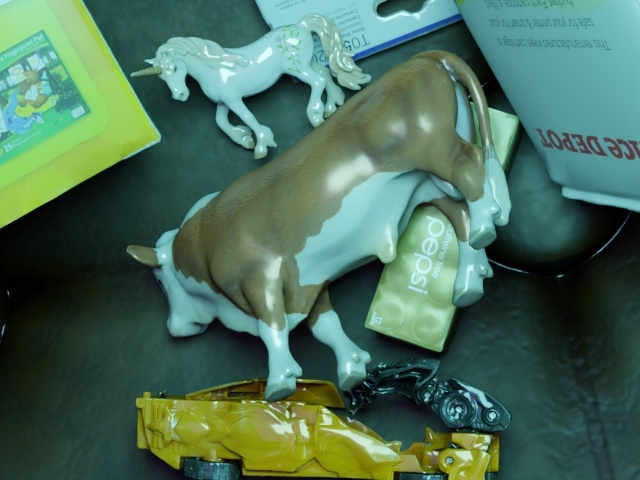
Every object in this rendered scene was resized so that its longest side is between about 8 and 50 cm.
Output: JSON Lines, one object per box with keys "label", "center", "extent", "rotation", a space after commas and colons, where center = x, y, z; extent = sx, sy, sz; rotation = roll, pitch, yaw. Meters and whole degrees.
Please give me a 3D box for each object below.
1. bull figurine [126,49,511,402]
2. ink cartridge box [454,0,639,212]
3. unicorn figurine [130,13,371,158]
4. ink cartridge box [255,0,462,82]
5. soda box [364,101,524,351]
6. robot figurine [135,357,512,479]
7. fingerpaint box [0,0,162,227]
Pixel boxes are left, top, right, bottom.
{"label": "bull figurine", "center": [0.000, 0.000, 1.230], "extent": [0.310, 0.101, 0.188], "rotation": [-41, 59, 21]}
{"label": "ink cartridge box", "center": [0.176, -0.219, 1.098], "extent": [0.160, 0.279, 0.385], "rotation": [-34, 106, -11]}
{"label": "unicorn figurine", "center": [-0.053, -0.118, 1.292], "extent": [0.162, 0.060, 0.111], "rotation": [-31, 112, -11]}
{"label": "ink cartridge box", "center": [0.038, -0.258, 1.292], "extent": [0.223, 0.045, 0.224], "rotation": [-20, 109, 8]}
{"label": "soda box", "center": [0.092, -0.011, 1.280], "extent": [0.061, 0.058, 0.181], "rotation": [19, 91, 10]}
{"label": "robot figurine", "center": [0.009, 0.187, 1.271], "extent": [0.291, 0.085, 0.211], "rotation": [2, 88, 10]}
{"label": "fingerpaint box", "center": [-0.397, -0.127, 1.212], "extent": [0.444, 0.163, 0.371], "rotation": [-31, 103, -4]}
